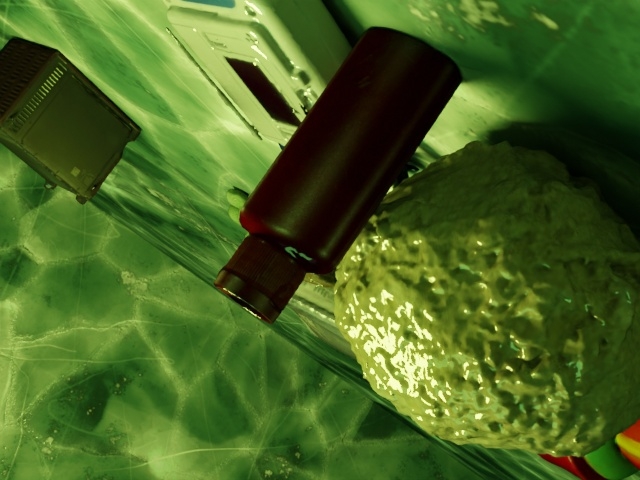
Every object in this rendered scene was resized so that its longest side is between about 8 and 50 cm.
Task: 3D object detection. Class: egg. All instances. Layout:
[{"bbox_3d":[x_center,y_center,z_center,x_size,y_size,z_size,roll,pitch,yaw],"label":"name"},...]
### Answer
[{"bbox_3d":[0.156,0.051,0.836,0.310,0.279,0.279,16,159,48],"label":"egg"}]

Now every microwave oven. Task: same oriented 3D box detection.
[{"bbox_3d":[-0.486,-0.214,1.703,0.188,0.178,0.247,20,162,41],"label":"microwave oven"}]

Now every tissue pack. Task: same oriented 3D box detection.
[{"bbox_3d":[0.120,0.165,1.710,0.394,0.124,0.288,28,166,27],"label":"tissue pack"}]

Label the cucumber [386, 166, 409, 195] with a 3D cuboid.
[{"bbox_3d":[0.087,-0.039,1.005,0.036,0.033,0.184,-11,107,21],"label":"cucumber"}]

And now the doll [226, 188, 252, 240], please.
[{"bbox_3d":[-0.110,-0.039,1.685,0.150,0.077,0.115,39,135,31],"label":"doll"}]

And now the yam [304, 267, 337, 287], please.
[{"bbox_3d":[-0.001,0.002,1.381,0.129,0.128,0.238,1,180,-12],"label":"yam"}]

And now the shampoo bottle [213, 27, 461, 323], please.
[{"bbox_3d":[0.008,-0.053,0.798,0.102,0.260,0.064,29,168,28],"label":"shampoo bottle"}]

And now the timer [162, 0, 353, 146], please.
[{"bbox_3d":[-0.039,-0.163,0.911,0.178,0.078,0.253,23,160,46],"label":"timer"}]

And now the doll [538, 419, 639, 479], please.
[{"bbox_3d":[0.351,0.229,1.250,0.183,0.160,0.363,40,167,-31],"label":"doll"}]

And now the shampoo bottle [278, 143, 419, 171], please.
[{"bbox_3d":[0.031,-0.094,1.087,0.183,0.050,0.087,25,162,38],"label":"shampoo bottle"}]
